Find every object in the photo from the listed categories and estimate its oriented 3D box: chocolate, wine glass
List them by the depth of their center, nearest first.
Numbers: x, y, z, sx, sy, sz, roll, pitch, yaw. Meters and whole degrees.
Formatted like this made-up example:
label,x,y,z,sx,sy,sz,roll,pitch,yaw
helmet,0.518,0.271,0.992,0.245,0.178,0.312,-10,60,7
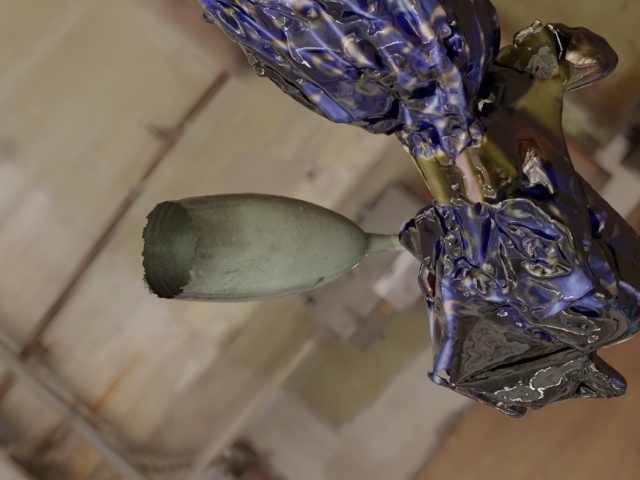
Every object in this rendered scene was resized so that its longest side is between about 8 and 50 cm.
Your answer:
label,x,y,z,sx,sy,sz,roll,pitch,yaw
chocolate,0.068,-0.034,0.805,0.343,0.148,0.126,55,-171,-33
wine glass,0.000,0.000,0.985,0.198,0.066,0.066,-1,-153,-36
